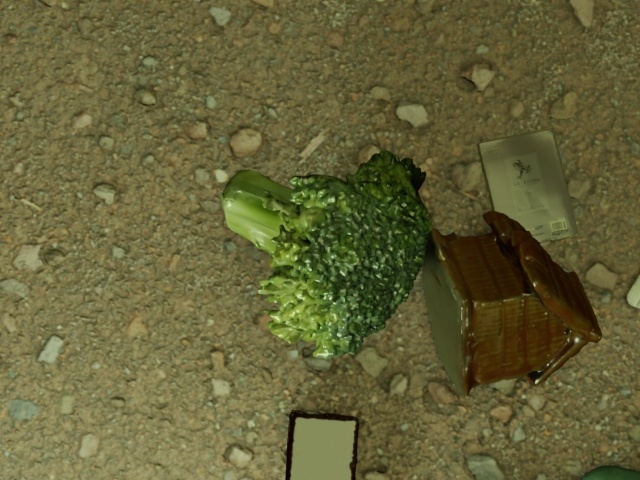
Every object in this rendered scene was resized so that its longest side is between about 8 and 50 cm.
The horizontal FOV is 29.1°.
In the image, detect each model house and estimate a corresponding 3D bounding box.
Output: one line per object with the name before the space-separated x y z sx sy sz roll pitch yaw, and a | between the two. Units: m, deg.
model house | 0.284 0.089 1.853 0.229 0.219 0.199 -6 40 -9

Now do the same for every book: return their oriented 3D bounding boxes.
book | 0.328 -0.082 1.953 0.127 0.014 0.181 -12 82 -5

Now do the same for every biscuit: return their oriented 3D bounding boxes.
biscuit | -0.006 0.447 1.820 0.107 0.073 0.388 4 81 -1

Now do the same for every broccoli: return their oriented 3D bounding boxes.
broccoli | 0.022 0.010 1.749 0.339 0.317 0.277 -4 115 -39

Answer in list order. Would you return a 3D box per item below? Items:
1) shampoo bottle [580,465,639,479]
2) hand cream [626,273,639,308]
shampoo bottle | 0.536 0.428 1.810 0.350 0.151 0.221 12 86 -1
hand cream | 0.670 0.108 1.901 0.359 0.118 0.185 32 86 10
